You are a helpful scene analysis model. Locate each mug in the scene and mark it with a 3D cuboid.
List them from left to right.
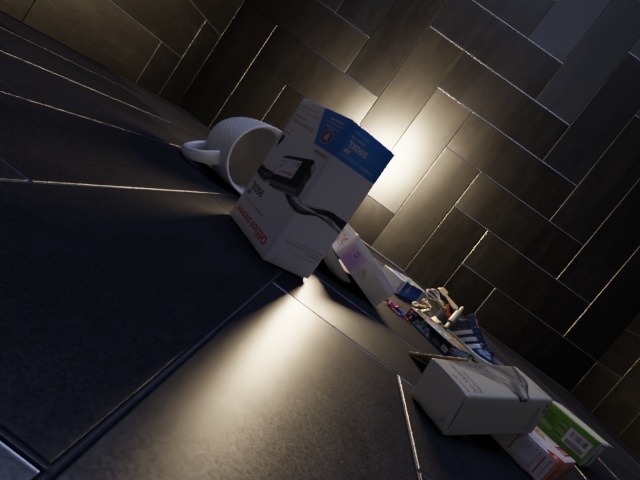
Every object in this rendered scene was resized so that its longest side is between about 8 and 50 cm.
[{"bbox_3d":[-0.344,-0.343,1.680,0.374,0.276,0.328,-8,28,-33],"label":"mug"}]

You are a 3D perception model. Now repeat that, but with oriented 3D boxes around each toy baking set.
[{"bbox_3d":[0.509,0.281,1.853,0.256,0.030,0.197,-29,46,-36],"label":"toy baking set"}]

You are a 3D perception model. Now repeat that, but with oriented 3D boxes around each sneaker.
[{"bbox_3d":[0.652,0.404,1.851,0.350,0.148,0.131,39,8,22],"label":"sneaker"}]

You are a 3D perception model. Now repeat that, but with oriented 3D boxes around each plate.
[{"bbox_3d":[0.000,0.000,1.483,0.278,0.045,0.277,60,1,-16],"label":"plate"}]

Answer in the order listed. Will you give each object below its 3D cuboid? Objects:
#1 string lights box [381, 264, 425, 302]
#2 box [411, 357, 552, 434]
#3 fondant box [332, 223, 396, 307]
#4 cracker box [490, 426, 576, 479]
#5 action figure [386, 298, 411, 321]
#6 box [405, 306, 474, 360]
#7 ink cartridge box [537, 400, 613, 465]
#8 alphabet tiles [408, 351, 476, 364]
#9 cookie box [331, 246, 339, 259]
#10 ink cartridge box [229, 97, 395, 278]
[{"bbox_3d":[0.399,0.219,2.137,0.260,0.076,0.133,28,12,-48],"label":"string lights box"},{"bbox_3d":[0.328,0.314,0.870,0.275,0.094,0.113,14,19,-32],"label":"box"},{"bbox_3d":[0.125,0.062,1.519,0.238,0.096,0.330,54,1,-15],"label":"fondant box"},{"bbox_3d":[0.446,0.437,0.997,0.156,0.067,0.232,29,11,-44],"label":"cracker box"},{"bbox_3d":[0.283,0.251,1.592,0.115,0.030,0.038,37,12,21],"label":"action figure"},{"bbox_3d":[0.434,0.349,1.589,0.159,0.044,0.233,30,9,-38],"label":"box"},{"bbox_3d":[0.821,0.629,1.412,0.255,0.097,0.189,32,8,-42],"label":"ink cartridge box"},{"bbox_3d":[0.370,0.330,1.086,0.198,0.009,0.237,33,-22,-24],"label":"alphabet tiles"},{"bbox_3d":[0.046,0.020,1.707,0.107,0.092,0.040,34,11,-20],"label":"cookie box"},{"bbox_3d":[-0.039,-0.142,1.152,0.166,0.395,0.285,28,11,-38],"label":"ink cartridge box"}]
